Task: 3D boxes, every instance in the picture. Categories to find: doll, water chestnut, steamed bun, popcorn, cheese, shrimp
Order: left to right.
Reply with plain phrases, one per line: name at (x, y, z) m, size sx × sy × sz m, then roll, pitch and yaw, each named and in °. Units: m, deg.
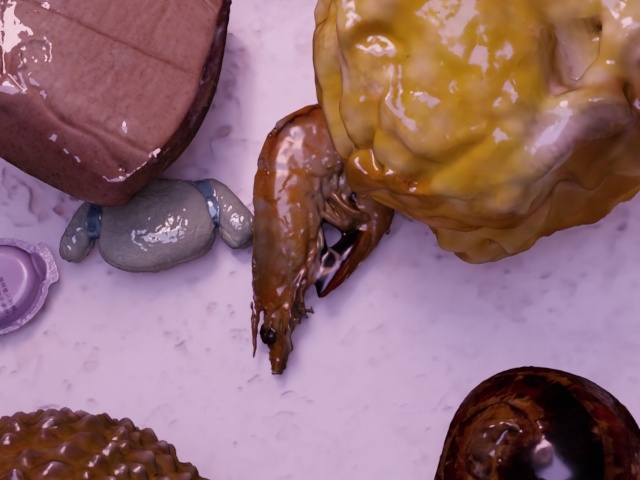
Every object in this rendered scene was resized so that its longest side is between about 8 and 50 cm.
cheese at (-0.370, 0.061, 1.712) m, size 0.191 × 0.042 × 0.105 m, roll -24°, pitch 73°, yaw 0°
steamed bun at (-0.244, -0.179, 1.681) m, size 0.251 × 0.199 × 0.301 m, roll 31°, pitch 61°, yaw -15°
doll at (-0.173, -0.017, 1.697) m, size 0.214 × 0.071 × 0.104 m, roll -8°, pitch 75°, yaw 4°
shrimp at (0.000, 0.000, 1.674) m, size 0.152 × 0.063 × 0.287 m, roll 6°, pitch 89°, yaw -12°
popcorn at (0.173, -0.173, 1.571) m, size 0.390 × 0.354 × 0.344 m, roll 41°, pitch 115°, yaw -3°
water chestnut at (0.222, 0.234, 1.536) m, size 0.223 × 0.238 × 0.224 m, roll -9°, pitch 77°, yaw 45°

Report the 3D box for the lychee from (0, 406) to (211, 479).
lychee at (-0.273, 0.339, 1.463) m, size 0.380 × 0.380 × 0.432 m, roll 38°, pitch 62°, yaw 14°
